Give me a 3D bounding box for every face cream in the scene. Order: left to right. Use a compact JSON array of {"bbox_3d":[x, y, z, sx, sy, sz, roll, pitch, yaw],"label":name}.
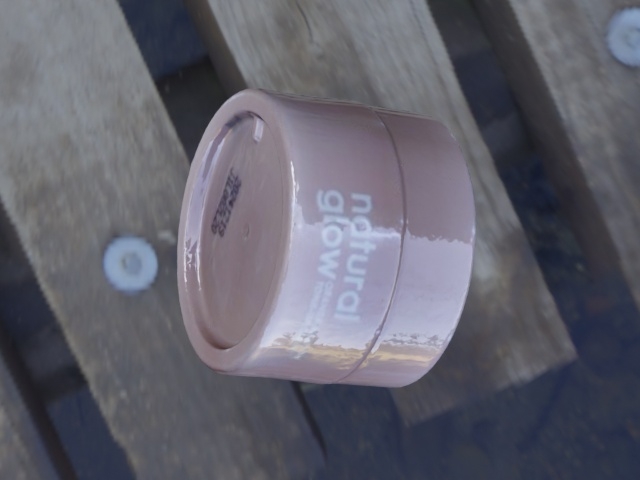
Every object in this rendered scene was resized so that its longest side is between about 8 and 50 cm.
[{"bbox_3d":[0.000,0.000,1.021,0.104,0.149,0.149,6,105,-26],"label":"face cream"}]
